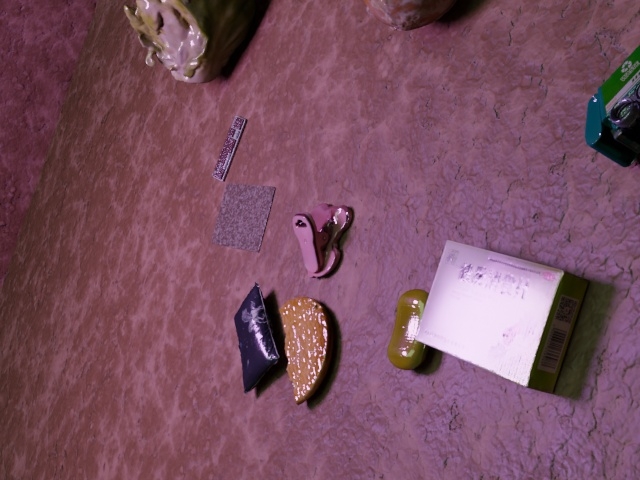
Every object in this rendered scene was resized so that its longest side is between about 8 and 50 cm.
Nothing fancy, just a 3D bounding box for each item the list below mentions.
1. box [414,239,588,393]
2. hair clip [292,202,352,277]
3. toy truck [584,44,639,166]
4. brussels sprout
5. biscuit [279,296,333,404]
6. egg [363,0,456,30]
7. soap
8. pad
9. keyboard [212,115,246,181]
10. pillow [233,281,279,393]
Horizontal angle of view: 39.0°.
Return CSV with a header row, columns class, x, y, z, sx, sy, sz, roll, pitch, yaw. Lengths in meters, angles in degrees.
class,x,y,z,sx,sy,sz,roll,pitch,yaw
box,0.269,0.110,1.389,0.260,0.062,0.175,18,90,57
hair clip,0.009,-0.003,1.832,0.123,0.102,0.138,-3,105,56
toy truck,0.468,-0.210,1.216,0.253,0.114,0.124,-51,29,28
brussels sprout,-0.318,-0.599,2.331,0.276,0.315,0.371,26,135,31
biscuit,-0.023,0.199,1.784,0.144,0.033,0.224,-44,44,32
egg,0.175,-0.508,1.675,0.245,0.203,0.203,-62,36,21
soap,0.157,0.152,1.542,0.089,0.045,0.140,3,77,52
pad,-0.187,-0.058,2.151,0.235,0.003,0.158,8,83,56
keyboard,-0.231,-0.233,2.279,0.055,0.017,0.166,29,100,55
pillow,-0.140,0.205,1.924,0.141,0.055,0.208,-52,38,37
